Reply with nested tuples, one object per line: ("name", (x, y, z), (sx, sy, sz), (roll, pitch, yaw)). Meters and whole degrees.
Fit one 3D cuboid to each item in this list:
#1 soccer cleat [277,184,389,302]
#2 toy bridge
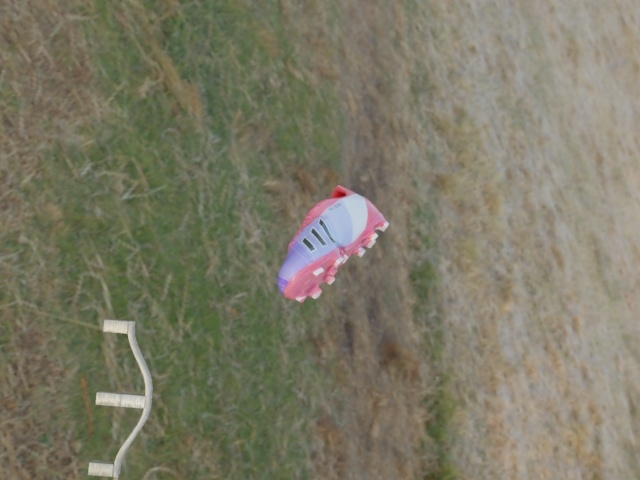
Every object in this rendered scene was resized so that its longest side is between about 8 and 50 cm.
("soccer cleat", (0.000, 0.000, 1.146), (0.095, 0.083, 0.248), (40, 35, 10))
("toy bridge", (-0.232, 0.188, 1.064), (0.026, 0.063, 0.188), (107, -13, -84))
